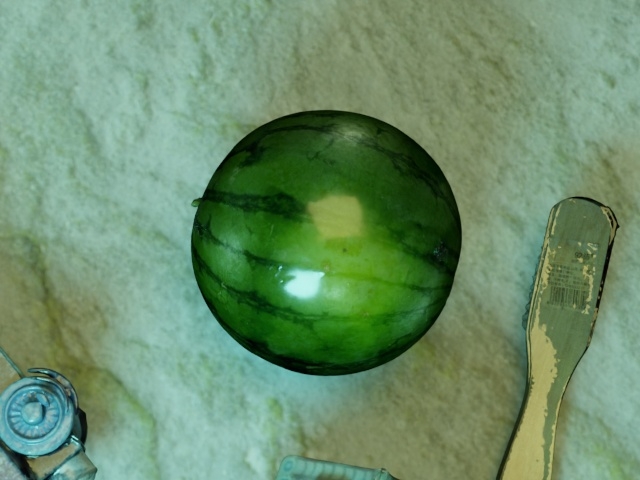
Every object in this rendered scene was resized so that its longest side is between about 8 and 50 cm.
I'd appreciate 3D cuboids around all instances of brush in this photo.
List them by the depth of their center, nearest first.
[{"bbox_3d":[0.212,0.119,1.711,0.070,0.065,0.327,16,78,-9],"label":"brush"}]

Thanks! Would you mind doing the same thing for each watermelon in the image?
[{"bbox_3d":[0.005,0.001,1.623,0.242,0.242,0.242,3,69,-7],"label":"watermelon"}]

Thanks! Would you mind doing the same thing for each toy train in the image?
[{"bbox_3d":[-0.342,0.141,1.583,0.202,0.131,0.299,-40,79,-12],"label":"toy train"}]

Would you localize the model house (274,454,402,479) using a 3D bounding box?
[{"bbox_3d":[0.007,0.319,1.516,0.198,0.215,0.224,20,68,-3],"label":"model house"}]
